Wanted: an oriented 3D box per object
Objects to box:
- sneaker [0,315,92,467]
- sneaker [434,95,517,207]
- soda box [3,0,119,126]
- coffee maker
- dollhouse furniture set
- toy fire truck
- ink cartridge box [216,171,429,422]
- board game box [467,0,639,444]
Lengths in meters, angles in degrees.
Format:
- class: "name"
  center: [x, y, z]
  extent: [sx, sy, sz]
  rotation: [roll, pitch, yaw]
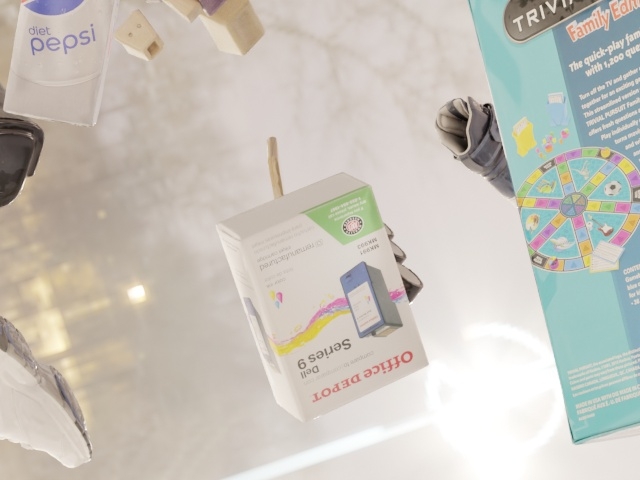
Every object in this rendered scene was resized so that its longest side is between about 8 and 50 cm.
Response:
- class: "sneaker"
  center: [-0.408, 0.219, 2.458]
  extent: [0.297, 0.129, 0.111]
  rotation: [56, 2, -43]
- class: "sneaker"
  center: [0.249, -0.177, 2.530]
  extent: [0.086, 0.163, 0.226]
  rotation: [-35, -150, 48]
- class: "soda box"
  center: [-0.240, -0.258, 1.787]
  extent: [0.098, 0.091, 0.286]
  rotation: [-124, -135, -83]
- class: "coffee maker"
  center: [-0.406, -0.147, 2.110]
  extent: [0.178, 0.120, 0.171]
  rotation: [44, -35, 42]
- class: "dollhouse furniture set"
  center: [-0.093, -0.147, 1.119]
  extent: [0.081, 0.091, 0.114]
  rotation: [40, -6, 21]
- class: "toy fire truck"
  center: [0.000, 0.000, 2.399]
  extent: [0.246, 0.158, 0.217]
  rotation: [28, 18, -27]
- class: "ink cartridge box"
  center: [0.003, 0.059, 1.898]
  extent: [0.093, 0.154, 0.212]
  rotation: [31, -39, 66]
- class: "board game box"
  center: [0.239, -0.058, 1.200]
  extent: [0.253, 0.079, 0.336]
  rotation: [-26, -108, 49]
